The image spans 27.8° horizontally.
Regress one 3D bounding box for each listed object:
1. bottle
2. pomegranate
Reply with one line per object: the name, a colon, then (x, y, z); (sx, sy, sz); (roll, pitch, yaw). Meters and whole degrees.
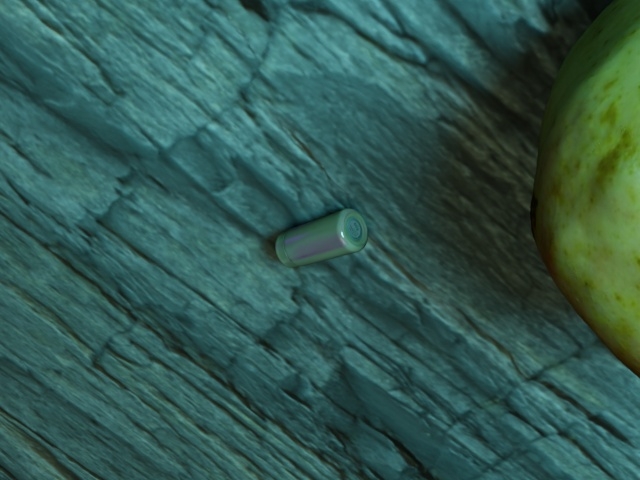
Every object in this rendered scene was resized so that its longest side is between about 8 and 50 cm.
bottle: (0.000, 0.000, 1.299); (0.096, 0.045, 0.045); (-18, 121, 41)
pomegranate: (0.313, -0.054, 0.894); (0.342, 0.342, 0.342); (15, 136, 15)
